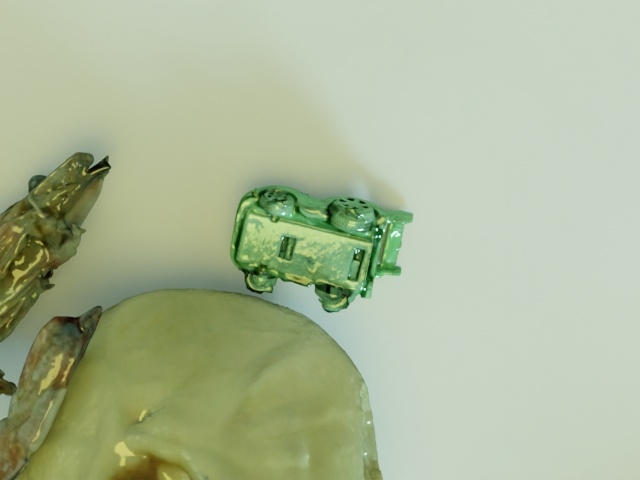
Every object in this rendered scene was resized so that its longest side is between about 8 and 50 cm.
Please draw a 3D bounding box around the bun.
[{"bbox_3d":[-0.113,0.212,1.340,0.364,0.202,0.364,-1,76,5],"label":"bun"}]

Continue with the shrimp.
[{"bbox_3d":[-0.271,0.084,1.361,0.085,0.247,0.360,30,96,-43],"label":"shrimp"}]

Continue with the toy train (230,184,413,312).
[{"bbox_3d":[0.000,0.000,1.397,0.149,0.081,0.099,12,111,4],"label":"toy train"}]
